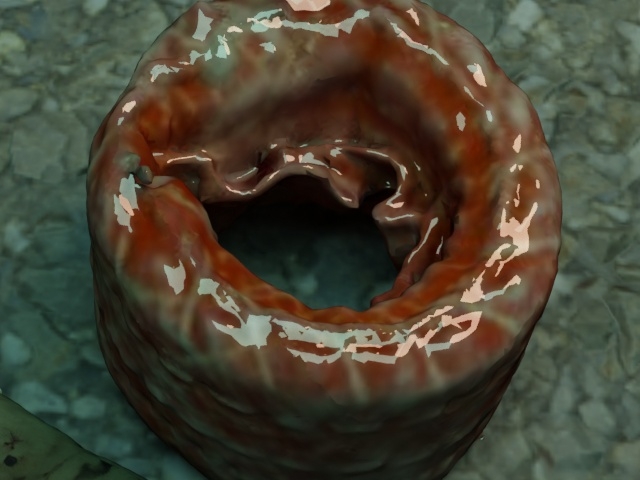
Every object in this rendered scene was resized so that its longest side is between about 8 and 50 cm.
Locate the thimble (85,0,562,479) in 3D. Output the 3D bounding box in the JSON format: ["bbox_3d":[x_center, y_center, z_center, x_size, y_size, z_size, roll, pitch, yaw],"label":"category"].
[{"bbox_3d":[0.000,0.000,0.803,0.239,0.162,0.239,2,61,-4],"label":"thimble"}]

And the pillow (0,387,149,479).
[{"bbox_3d":[-0.098,0.157,0.770,0.241,0.051,0.093,31,57,11],"label":"pillow"}]
